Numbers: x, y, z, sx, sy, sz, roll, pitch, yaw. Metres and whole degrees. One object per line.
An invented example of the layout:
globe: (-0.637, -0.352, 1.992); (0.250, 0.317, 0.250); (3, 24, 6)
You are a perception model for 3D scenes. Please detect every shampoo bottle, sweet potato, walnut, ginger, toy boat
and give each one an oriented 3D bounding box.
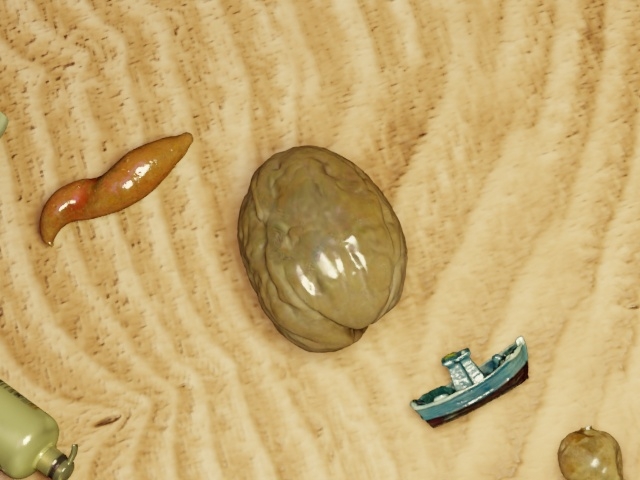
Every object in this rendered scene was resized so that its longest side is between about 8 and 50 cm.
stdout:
shampoo bottle: (-0.332, 0.207, 1.760); (0.162, 0.079, 0.079); (34, 84, 15)
sweet potato: (-0.227, -0.061, 1.821); (0.202, 0.058, 0.055); (-28, 95, 1)
walnut: (-0.002, 0.000, 1.716); (0.178, 0.178, 0.230); (-27, 64, 2)
ginger: (0.288, 0.286, 1.641); (0.104, 0.080, 0.204); (-10, 77, 12)
toy boat: (0.155, 0.142, 1.706); (0.137, 0.060, 0.061); (-26, 95, 6)

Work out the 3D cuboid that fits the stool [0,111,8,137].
stool: (-0.487, -0.126, 1.812); (0.195, 0.195, 0.199); (31, 78, 15)
